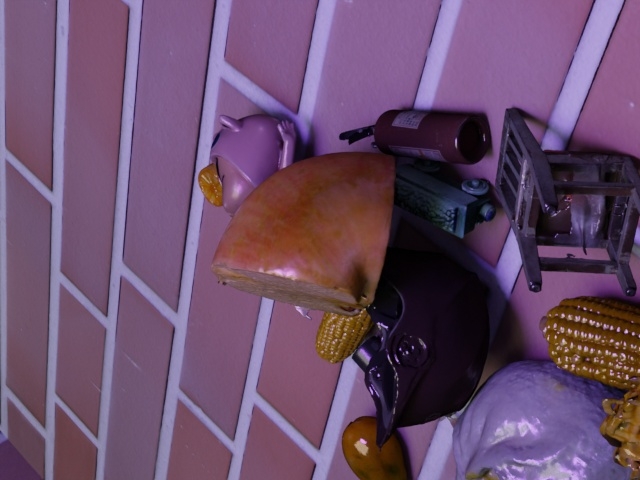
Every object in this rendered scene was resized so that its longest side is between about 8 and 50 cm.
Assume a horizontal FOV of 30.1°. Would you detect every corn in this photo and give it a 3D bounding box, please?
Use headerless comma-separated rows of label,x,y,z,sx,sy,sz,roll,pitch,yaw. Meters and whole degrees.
corn,0.054,0.116,1.996,0.260,0.091,0.091,118,151,-48
corn,0.425,0.146,1.554,0.322,0.119,0.119,15,124,39

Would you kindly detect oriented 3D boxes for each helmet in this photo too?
helmet,0.162,0.155,1.772,0.225,0.177,0.305,121,147,-74

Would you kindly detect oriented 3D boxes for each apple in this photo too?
apple,0.000,0.000,1.731,0.252,0.314,0.309,57,173,11

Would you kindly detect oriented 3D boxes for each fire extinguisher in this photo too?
fire extinguisher,0.128,-0.151,1.733,0.231,0.099,0.071,11,116,45

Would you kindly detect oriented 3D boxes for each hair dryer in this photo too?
hair dryer,0.129,0.171,1.982,0.100,0.057,0.197,45,135,19

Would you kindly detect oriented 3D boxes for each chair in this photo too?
chair,0.326,-0.056,1.554,0.270,0.147,0.136,-93,5,-58

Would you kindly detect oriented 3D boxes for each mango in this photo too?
mango,0.096,0.386,2.122,0.111,0.089,0.163,18,133,42

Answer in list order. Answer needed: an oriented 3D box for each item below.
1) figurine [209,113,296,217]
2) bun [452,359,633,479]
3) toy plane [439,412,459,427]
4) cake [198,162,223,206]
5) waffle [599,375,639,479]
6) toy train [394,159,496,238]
figurine,-0.073,-0.086,1.963,0.287,0.186,0.176,40,166,3
bun,0.328,0.351,1.719,0.362,0.211,0.362,30,134,38
toy plane,0.192,0.262,1.976,0.120,0.031,0.049,56,135,13
cake,-0.185,-0.104,2.182,0.084,0.044,0.084,30,134,36
waffle,0.489,0.244,1.456,0.329,0.062,0.329,17,142,14
toy train,0.172,-0.064,1.735,0.172,0.099,0.070,29,129,36
